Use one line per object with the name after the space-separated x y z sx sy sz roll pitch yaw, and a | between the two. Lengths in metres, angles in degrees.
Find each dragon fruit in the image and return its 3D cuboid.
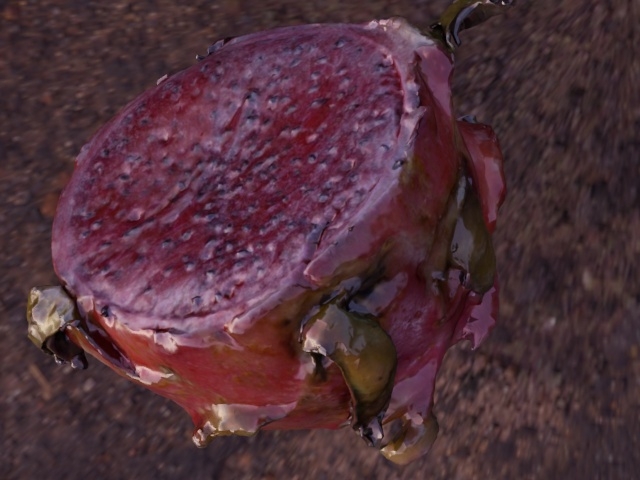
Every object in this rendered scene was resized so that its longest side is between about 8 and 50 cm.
0.000 0.000 0.826 0.282 0.211 0.147 -35 132 -2 | dragon fruit
